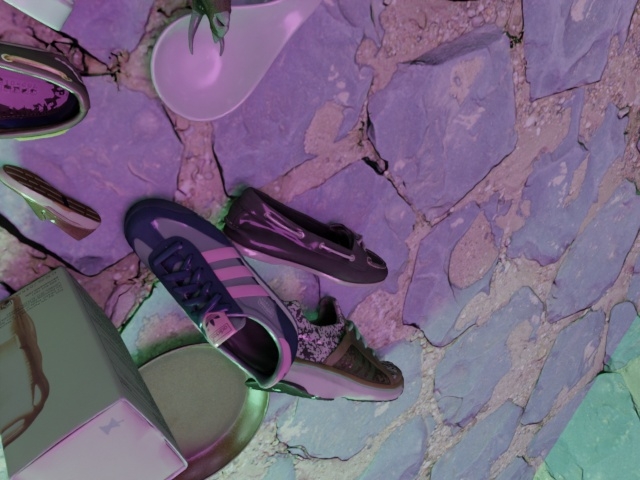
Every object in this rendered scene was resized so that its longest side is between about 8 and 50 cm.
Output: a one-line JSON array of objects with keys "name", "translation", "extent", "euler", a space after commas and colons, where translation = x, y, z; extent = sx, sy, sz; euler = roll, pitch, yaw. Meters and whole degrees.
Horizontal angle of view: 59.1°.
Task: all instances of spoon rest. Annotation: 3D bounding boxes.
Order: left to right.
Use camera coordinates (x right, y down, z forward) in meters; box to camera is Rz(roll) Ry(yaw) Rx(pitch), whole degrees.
[{"name": "spoon rest", "translation": [-0.097, -0.267, 0.728], "extent": [0.276, 0.084, 0.137], "euler": [-44, 131, -8]}]

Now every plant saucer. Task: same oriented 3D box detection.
[{"name": "plant saucer", "translation": [-0.234, 0.296, 0.960], "extent": [0.311, 0.050, 0.310], "euler": [-17, 122, -28]}]

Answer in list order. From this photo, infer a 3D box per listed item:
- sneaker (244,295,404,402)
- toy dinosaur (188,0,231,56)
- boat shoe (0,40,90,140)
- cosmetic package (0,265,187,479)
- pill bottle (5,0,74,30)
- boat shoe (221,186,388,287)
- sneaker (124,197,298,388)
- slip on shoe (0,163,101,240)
[{"name": "sneaker", "translation": [0.040, 0.198, 1.044], "extent": [0.410, 0.158, 0.182], "euler": [22, 72, -53]}, {"name": "toy dinosaur", "translation": [-0.093, -0.379, 0.639], "extent": [0.121, 0.160, 0.313], "euler": [28, 61, -18]}, {"name": "boat shoe", "translation": [-0.404, -0.155, 0.562], "extent": [0.324, 0.097, 0.116], "euler": [-3, 117, -34]}, {"name": "cosmetic package", "translation": [-0.297, 0.177, 0.685], "extent": [0.129, 0.296, 0.153], "euler": [-35, 129, -16]}, {"name": "pill bottle", "translation": [-0.259, -0.327, 0.557], "extent": [0.119, 0.119, 0.208], "euler": [25, 99, -41]}, {"name": "boat shoe", "translation": [0.000, 0.000, 0.923], "extent": [0.335, 0.112, 0.095], "euler": [15, 109, -36]}, {"name": "sneaker", "translation": [-0.148, 0.073, 0.781], "extent": [0.112, 0.131, 0.319], "euler": [-42, 106, 15]}, {"name": "slip on shoe", "translation": [-0.341, -0.044, 0.704], "extent": [0.041, 0.051, 0.135], "euler": [-44, 138, 8]}]
